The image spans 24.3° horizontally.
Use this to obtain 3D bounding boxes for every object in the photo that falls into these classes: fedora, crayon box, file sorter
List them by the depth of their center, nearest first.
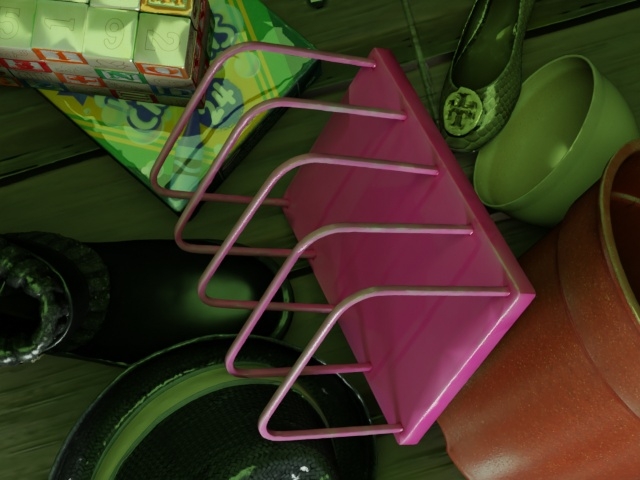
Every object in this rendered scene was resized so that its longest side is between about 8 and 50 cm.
[{"bbox_3d":[0.000,0.000,1.256,0.182,0.202,0.291,2,46,-35],"label":"file sorter"},{"bbox_3d":[-0.081,0.253,1.282,0.334,0.152,0.334,-5,107,-16],"label":"fedora"},{"bbox_3d":[-0.184,-0.200,1.429,0.323,0.083,0.203,41,85,6],"label":"crayon box"}]

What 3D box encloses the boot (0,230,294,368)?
[{"bbox_3d":[-0.200,0.051,1.309,0.348,0.260,0.131,0,83,1],"label":"boot"}]

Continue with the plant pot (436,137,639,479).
[{"bbox_3d":[0.245,0.096,1.265,0.265,0.272,0.272,-39,82,41],"label":"plant pot"}]

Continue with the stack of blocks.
[{"bbox_3d":[-0.249,-0.190,1.301,0.297,0.171,0.087,7,84,2],"label":"stack of blocks"}]

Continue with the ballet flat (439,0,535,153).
[{"bbox_3d":[0.167,-0.203,1.421,0.084,0.058,0.250,16,80,36],"label":"ballet flat"}]

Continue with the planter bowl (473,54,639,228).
[{"bbox_3d":[0.236,-0.076,1.381,0.109,0.162,0.162,31,84,-23],"label":"planter bowl"}]
